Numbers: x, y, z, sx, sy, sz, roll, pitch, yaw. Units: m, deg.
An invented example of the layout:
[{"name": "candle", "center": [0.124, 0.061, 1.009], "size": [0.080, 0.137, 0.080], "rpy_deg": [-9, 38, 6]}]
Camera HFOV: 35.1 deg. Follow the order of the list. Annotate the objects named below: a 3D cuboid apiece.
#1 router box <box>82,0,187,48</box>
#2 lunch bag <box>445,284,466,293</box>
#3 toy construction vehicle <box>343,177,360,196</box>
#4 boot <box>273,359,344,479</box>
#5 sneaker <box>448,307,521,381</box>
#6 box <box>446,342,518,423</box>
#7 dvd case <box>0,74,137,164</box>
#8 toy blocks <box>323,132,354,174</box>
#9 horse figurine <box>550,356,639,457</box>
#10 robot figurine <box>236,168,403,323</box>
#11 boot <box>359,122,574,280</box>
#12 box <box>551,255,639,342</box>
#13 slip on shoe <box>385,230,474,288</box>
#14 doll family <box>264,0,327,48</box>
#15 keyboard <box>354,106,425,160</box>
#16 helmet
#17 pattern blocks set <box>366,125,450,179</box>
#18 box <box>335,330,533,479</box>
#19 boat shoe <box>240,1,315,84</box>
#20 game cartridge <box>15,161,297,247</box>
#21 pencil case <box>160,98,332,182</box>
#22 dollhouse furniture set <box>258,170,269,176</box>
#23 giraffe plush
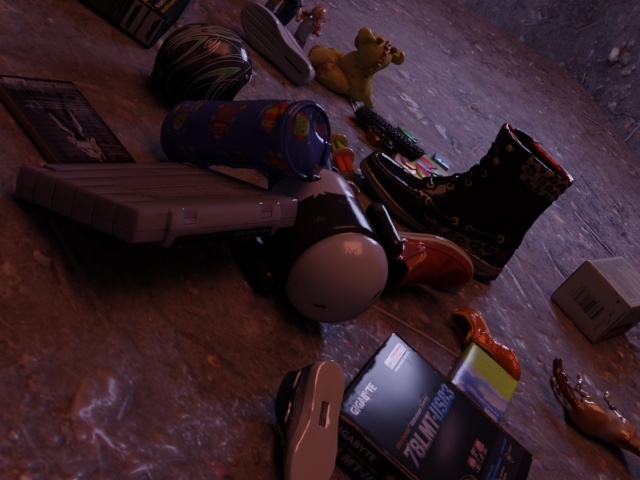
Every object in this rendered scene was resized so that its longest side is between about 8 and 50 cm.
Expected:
[{"name": "router box", "center": [-0.384, -0.526, 2.033], "size": [0.243, 0.081, 0.309], "rpy_deg": [35, 26, -10]}, {"name": "lunch bag", "center": [0.242, 0.059, 1.968], "size": [0.083, 0.053, 0.071], "rpy_deg": [22, 32, -52]}, {"name": "toy construction vehicle", "center": [0.042, -0.089, 1.957], "size": [0.098, 0.035, 0.086], "rpy_deg": [24, 30, -30]}, {"name": "boot", "center": [-0.025, 0.249, 1.303], "size": [0.069, 0.086, 0.190], "rpy_deg": [35, 53, -27]}, {"name": "sneaker", "center": [0.294, 0.196, 1.827], "size": [0.067, 0.064, 0.175], "rpy_deg": [-10, 46, -38]}, {"name": "box", "center": [0.267, 0.250, 1.706], "size": [0.109, 0.042, 0.178], "rpy_deg": [42, 26, 5]}, {"name": "dvd case", "center": [-0.383, -0.169, 1.538], "size": [0.221, 0.018, 0.164], "rpy_deg": [49, 26, 20]}, {"name": "toy blocks", "center": [0.020, -0.167, 2.030], "size": [0.123, 0.054, 0.148], "rpy_deg": [23, 30, -30]}, {"name": "horse figurine", "center": [0.530, 0.328, 1.911], "size": [0.263, 0.066, 0.174], "rpy_deg": [33, 20, -18]}, {"name": "robot figurine", "center": [-0.002, 0.002, 1.601], "size": [0.173, 0.209, 0.278], "rpy_deg": [35, 22, -48]}, {"name": "boot", "center": [0.298, -0.125, 2.066], "size": [0.377, 0.284, 0.138], "rpy_deg": [40, 26, -3]}, {"name": "box", "center": [0.659, 0.132, 2.323], "size": [0.149, 0.127, 0.232], "rpy_deg": [51, 28, 23]}, {"name": "slip on shoe", "center": [0.140, 0.043, 1.798], "size": [0.331, 0.123, 0.101], "rpy_deg": [16, 48, -34]}, {"name": "doll family", "center": [-0.072, -0.574, 2.431], "size": [0.118, 0.163, 0.263], "rpy_deg": [23, 30, -31]}, {"name": "keyboard", "center": [0.158, -0.249, 2.332], "size": [0.180, 0.023, 0.108], "rpy_deg": [39, 26, 12]}, {"name": "helmet", "center": [-0.212, -0.314, 1.829], "size": [0.169, 0.161, 0.169], "rpy_deg": [31, 27, -18]}, {"name": "pattern blocks set", "center": [0.227, -0.168, 2.340], "size": [0.285, 0.026, 0.325], "rpy_deg": [32, 26, -16]}, {"name": "box", "center": [0.157, 0.297, 1.456], "size": [0.293, 0.073, 0.295], "rpy_deg": [43, 25, 5]}, {"name": "boat shoe", "center": [-0.098, -0.444, 2.307], "size": [0.226, 0.083, 0.076], "rpy_deg": [54, 15, 3]}, {"name": "game cartridge", "center": [-0.216, -0.055, 1.425], "size": [0.230, 0.068, 0.355], "rpy_deg": [25, 17, 29]}, {"name": "pencil case", "center": [-0.113, -0.160, 1.597], "size": [0.306, 0.119, 0.133], "rpy_deg": [8, -20, 42]}, {"name": "dollhouse furniture set", "center": [-0.031, -0.145, 1.919], "size": [0.161, 0.101, 0.182], "rpy_deg": [58, 23, -12]}, {"name": "giraffe plush", "center": [0.096, -0.430, 2.418], "size": [0.181, 0.170, 0.210], "rpy_deg": [4, 43, -51]}]
